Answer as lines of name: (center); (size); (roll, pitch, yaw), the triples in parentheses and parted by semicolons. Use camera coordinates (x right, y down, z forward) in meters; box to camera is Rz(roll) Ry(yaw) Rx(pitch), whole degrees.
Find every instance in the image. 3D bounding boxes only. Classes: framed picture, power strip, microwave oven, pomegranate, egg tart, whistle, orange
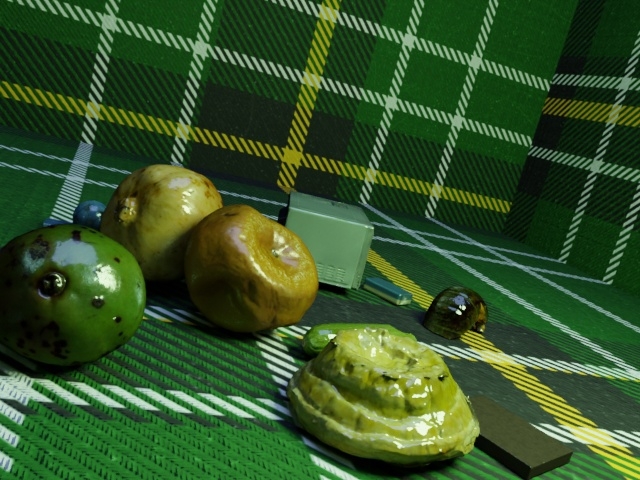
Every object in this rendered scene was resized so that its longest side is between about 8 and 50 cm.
framed picture: (0.278, 0.294, 0.956); (0.128, 0.023, 0.168); (3, 17, -43)
power strip: (0.167, 0.126, 1.571); (0.056, 0.032, 0.123); (3, 16, -47)
microwave oven: (0.000, 0.000, 1.589); (0.237, 0.181, 0.295); (12, 12, -5)
pomegranate: (-0.338, 0.078, 0.859); (0.202, 0.202, 0.248); (14, -19, -4)
pomegranate: (-0.306, -0.031, 1.215); (0.248, 0.248, 0.248); (14, 12, -3)
egg tart: (0.095, 0.204, 0.894); (0.290, 0.115, 0.290); (11, 14, -3)
whistle: (-0.530, -0.052, 1.401); (0.158, 0.090, 0.090); (12, 12, -15)
orange: (-0.129, 0.056, 1.123); (0.249, 0.183, 0.249); (37, 31, -26)

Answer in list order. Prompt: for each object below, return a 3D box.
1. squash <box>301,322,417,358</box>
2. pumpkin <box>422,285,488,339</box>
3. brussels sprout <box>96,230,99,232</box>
squash: (0.074, 0.181, 1.113); (0.239, 0.069, 0.069); (7, 14, -31)
pumpkin: (0.321, 0.159, 1.451); (0.119, 0.108, 0.183); (16, 9, 33)
brussels sprout: (-0.460, 0.006, 1.303); (0.083, 0.046, 0.051); (19, -29, 16)
